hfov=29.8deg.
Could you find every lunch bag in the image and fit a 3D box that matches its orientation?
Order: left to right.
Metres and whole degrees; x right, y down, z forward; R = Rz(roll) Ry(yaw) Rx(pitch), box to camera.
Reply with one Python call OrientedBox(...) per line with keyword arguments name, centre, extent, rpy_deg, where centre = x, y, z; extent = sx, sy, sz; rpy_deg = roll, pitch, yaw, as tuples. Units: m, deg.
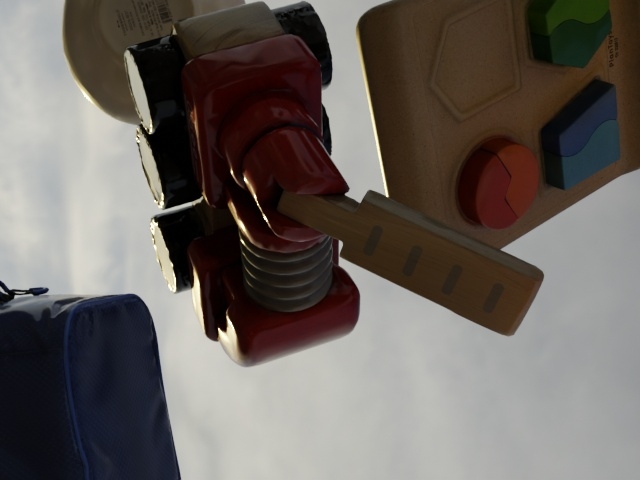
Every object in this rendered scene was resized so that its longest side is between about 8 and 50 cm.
OrientedBox(name="lunch bag", centre=(-0.089, 0.060, 0.379), extent=(0.065, 0.067, 0.098), rpy_deg=(-10, -93, 16))

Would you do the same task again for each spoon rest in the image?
OrientedBox(name="spoon rest", centre=(-0.136, -0.219, 0.867), extent=(0.084, 0.137, 0.276), rpy_deg=(-98, 174, -86))

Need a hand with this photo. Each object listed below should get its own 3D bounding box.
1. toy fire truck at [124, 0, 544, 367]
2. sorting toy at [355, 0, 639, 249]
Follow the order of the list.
OrientedBox(name="toy fire truck", centre=(0.000, 0.000, 0.725), extent=(0.217, 0.158, 0.246), rpy_deg=(90, -22, -45))
OrientedBox(name="sorting toy", centre=(0.133, -0.137, 0.804), extent=(0.041, 0.229, 0.307), rpy_deg=(34, -36, 51))
